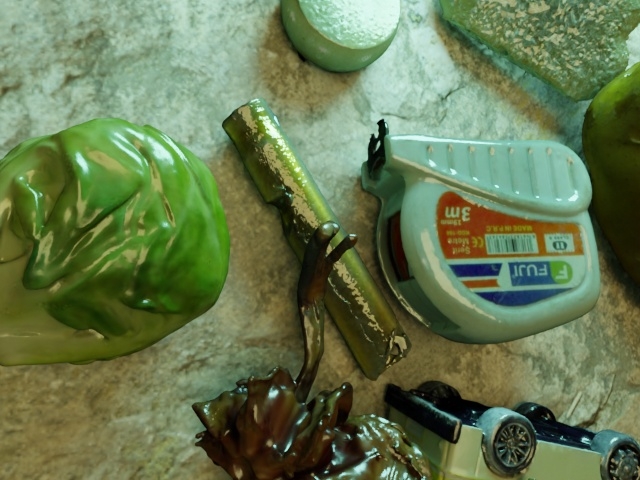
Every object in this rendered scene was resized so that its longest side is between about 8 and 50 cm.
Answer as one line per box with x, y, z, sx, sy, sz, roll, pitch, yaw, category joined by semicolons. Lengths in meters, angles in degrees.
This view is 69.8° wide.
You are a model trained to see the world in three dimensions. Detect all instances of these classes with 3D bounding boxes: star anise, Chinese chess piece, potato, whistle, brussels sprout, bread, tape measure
-0.002;0.155;0.415;0.237;0.148;0.347;2;97;24;star anise
0.024;-0.273;0.544;0.144;0.058;0.144;3;81;-19;Chinese chess piece
0.475;-0.062;0.597;0.195;0.176;0.369;-19;99;4;potato
0.000;0.000;0.501;0.068;0.057;0.326;-32;94;-19;whistle
-0.183;0.005;0.394;0.223;0.161;0.223;-8;108;-25;brussels sprout
0.307;-0.323;0.599;0.286;0.056;0.207;24;107;-9;bread
0.178;-0.008;0.528;0.243;0.125;0.246;-1;81;-12;tape measure

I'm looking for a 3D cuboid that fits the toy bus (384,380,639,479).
0.219;0.272;0.496;0.305;0.143;0.179;17;81;-16;toy bus

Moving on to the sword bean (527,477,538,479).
0.169;0.247;0.404;0.012;0.012;0.083;32;82;-12;sword bean
